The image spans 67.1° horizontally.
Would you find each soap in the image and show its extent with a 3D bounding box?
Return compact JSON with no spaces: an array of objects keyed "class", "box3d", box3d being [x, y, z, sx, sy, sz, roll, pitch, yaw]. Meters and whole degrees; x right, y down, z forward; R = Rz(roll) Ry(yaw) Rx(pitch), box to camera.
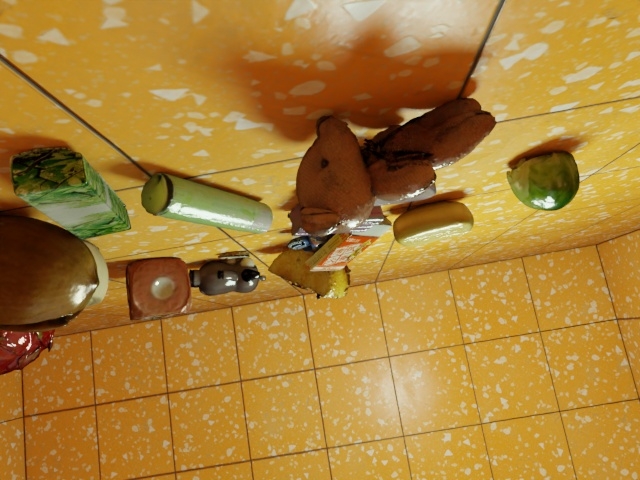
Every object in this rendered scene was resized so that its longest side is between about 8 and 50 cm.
[{"class":"soap","box3d":[0.038,-0.058,1.147,0.203,0.066,0.122,-4,167,-25]}]

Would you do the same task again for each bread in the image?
[{"class":"bread","box3d":[0.305,-0.051,1.323,0.217,0.098,0.147,-15,167,15]},{"class":"bread","box3d":[-0.025,0.084,1.563,0.260,0.147,0.160,23,-171,28]}]

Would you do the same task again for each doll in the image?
[{"class":"doll","box3d":[0.086,-0.136,0.692,0.303,0.156,0.201,-32,-156,11]},{"class":"doll","box3d":[-0.315,0.126,1.641,0.257,0.118,0.182,-6,170,-14]}]

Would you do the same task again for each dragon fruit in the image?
[{"class":"dragon fruit","box3d":[-0.892,0.240,1.339,0.277,0.278,0.342,-20,-178,43]}]

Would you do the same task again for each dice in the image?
[{"class":"dice","box3d":[-0.500,0.150,1.484,0.174,0.174,0.179,-5,172,-25]}]

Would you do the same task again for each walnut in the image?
[{"class":"walnut","box3d":[-0.570,0.046,0.856,0.336,0.209,0.209,17,161,-17]}]

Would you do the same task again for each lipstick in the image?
[{"class":"lipstick","box3d":[-0.201,-0.063,0.914,0.076,0.076,0.304,-15,169,26]}]

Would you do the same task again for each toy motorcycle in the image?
[{"class":"toy motorcycle","box3d":[0.000,0.000,1.411,0.114,0.076,0.205,-27,161,36]}]

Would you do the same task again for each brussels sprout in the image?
[{"class":"brussels sprout","box3d":[0.493,-0.123,1.062,0.151,0.122,0.149,-7,166,-18]}]

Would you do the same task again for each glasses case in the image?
[{"class":"glasses case","box3d":[-0.385,-0.067,0.773,0.095,0.062,0.272,-13,170,-12]}]

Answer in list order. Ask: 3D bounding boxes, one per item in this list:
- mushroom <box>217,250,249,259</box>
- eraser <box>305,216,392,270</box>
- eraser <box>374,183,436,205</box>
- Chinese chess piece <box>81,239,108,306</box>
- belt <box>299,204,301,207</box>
[{"class":"mushroom","box3d":[-0.275,0.048,1.535,0.101,0.019,0.049,-4,167,-17]},{"class":"eraser","box3d":[0.082,0.011,1.389,0.230,0.038,0.157,-43,154,28]},{"class":"eraser","box3d":[0.125,-0.116,0.949,0.243,0.059,0.204,1,164,-30]},{"class":"Chinese chess piece","box3d":[-0.670,0.089,1.107,0.337,0.141,0.338,-10,169,-2]},{"class":"belt","box3d":[-0.006,-0.091,1.030,0.083,0.036,0.059,-12,170,24]}]
